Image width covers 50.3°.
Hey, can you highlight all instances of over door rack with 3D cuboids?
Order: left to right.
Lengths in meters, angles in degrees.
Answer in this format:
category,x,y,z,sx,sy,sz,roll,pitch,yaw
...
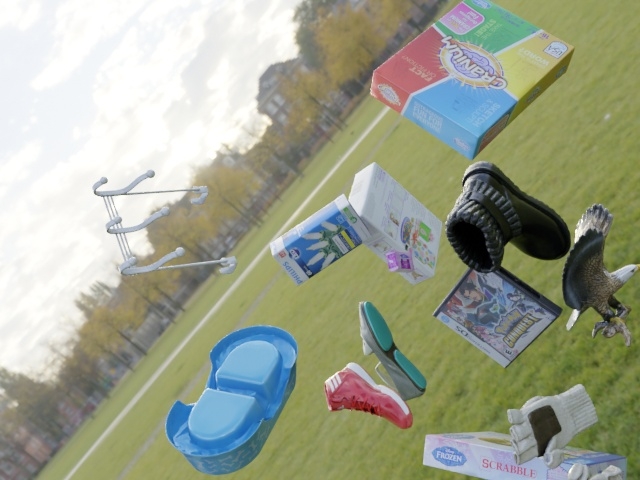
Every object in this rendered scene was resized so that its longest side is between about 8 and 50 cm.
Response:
category,x,y,z,sx,sy,sz,roll,pitch,yaw
over door rack,-0.351,-0.042,1.612,0.324,0.240,0.108,1,-33,-48

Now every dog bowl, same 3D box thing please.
category,x,y,z,sx,sy,sz,roll,pitch,yaw
dog bowl,-0.140,0.271,1.173,0.165,0.074,0.297,5,37,23

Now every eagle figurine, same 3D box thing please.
category,x,y,z,sx,sy,sz,roll,pitch,yaw
eagle figurine,0.688,0.085,1.701,0.225,0.298,0.226,-34,8,-9

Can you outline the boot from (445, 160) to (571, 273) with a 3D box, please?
category,x,y,z,sx,sy,sz,roll,pitch,yaw
boot,0.449,-0.008,1.625,0.131,0.347,0.260,-47,11,40

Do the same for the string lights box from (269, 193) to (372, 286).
category,x,y,z,sx,sy,sz,roll,pitch,yaw
string lights box,0.000,0.000,1.940,0.259,0.133,0.077,-34,29,6

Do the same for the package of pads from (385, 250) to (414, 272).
category,x,y,z,sx,sy,sz,roll,pitch,yaw
package of pads,0.197,0.053,1.673,0.031,0.050,0.083,-21,-16,35

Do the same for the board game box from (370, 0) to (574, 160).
category,x,y,z,sx,sy,sz,roll,pitch,yaw
board game box,0.288,-0.319,1.289,0.316,0.242,0.064,-42,-24,-24

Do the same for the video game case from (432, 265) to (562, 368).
category,x,y,z,sx,sy,sz,roll,pitch,yaw
video game case,0.460,0.192,1.811,0.035,0.248,0.275,-45,-13,-42

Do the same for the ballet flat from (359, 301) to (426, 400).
category,x,y,z,sx,sy,sz,roll,pitch,yaw
ballet flat,0.119,0.216,1.298,0.068,0.213,0.072,-34,3,27

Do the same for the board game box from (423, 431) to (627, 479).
category,x,y,z,sx,sy,sz,roll,pitch,yaw
board game box,0.431,0.460,1.422,0.317,0.318,0.066,0,79,38

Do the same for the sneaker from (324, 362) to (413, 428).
category,x,y,z,sx,sy,sz,roll,pitch,yaw
sneaker,0.094,0.374,1.531,0.128,0.087,0.221,-25,36,-32

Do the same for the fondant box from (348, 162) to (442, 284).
category,x,y,z,sx,sy,sz,roll,pitch,yaw
fondant box,0.232,-0.051,2.137,0.096,0.330,0.238,-31,30,41

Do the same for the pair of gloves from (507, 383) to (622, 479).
category,x,y,z,sx,sy,sz,roll,pitch,yaw
pair of gloves,0.412,0.372,1.125,0.204,0.240,0.042,-8,-16,-26
